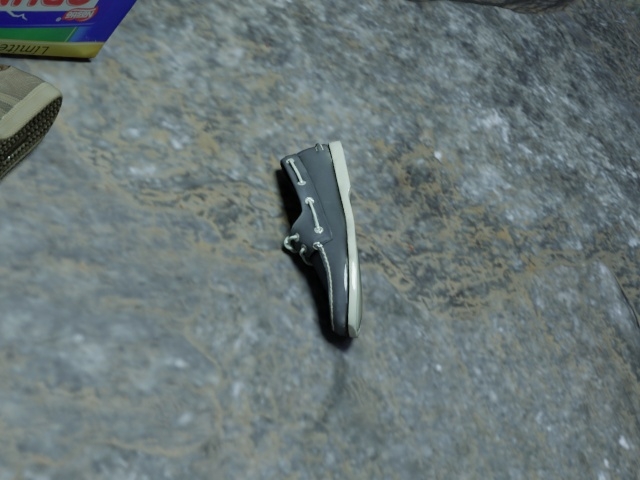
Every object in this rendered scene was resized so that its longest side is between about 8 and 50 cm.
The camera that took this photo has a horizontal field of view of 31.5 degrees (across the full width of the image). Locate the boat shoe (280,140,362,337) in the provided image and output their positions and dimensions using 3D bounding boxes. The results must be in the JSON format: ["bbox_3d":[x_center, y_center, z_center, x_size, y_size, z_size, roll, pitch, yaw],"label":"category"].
[{"bbox_3d":[0.000,0.000,1.014,0.065,0.075,0.206,-7,55,0],"label":"boat shoe"}]

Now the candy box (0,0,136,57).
[{"bbox_3d":[-0.210,-0.277,0.810,0.268,0.317,0.122,-10,64,-51],"label":"candy box"}]

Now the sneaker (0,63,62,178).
[{"bbox_3d":[-0.254,-0.073,0.796,0.071,0.066,0.188,29,29,2],"label":"sneaker"}]
